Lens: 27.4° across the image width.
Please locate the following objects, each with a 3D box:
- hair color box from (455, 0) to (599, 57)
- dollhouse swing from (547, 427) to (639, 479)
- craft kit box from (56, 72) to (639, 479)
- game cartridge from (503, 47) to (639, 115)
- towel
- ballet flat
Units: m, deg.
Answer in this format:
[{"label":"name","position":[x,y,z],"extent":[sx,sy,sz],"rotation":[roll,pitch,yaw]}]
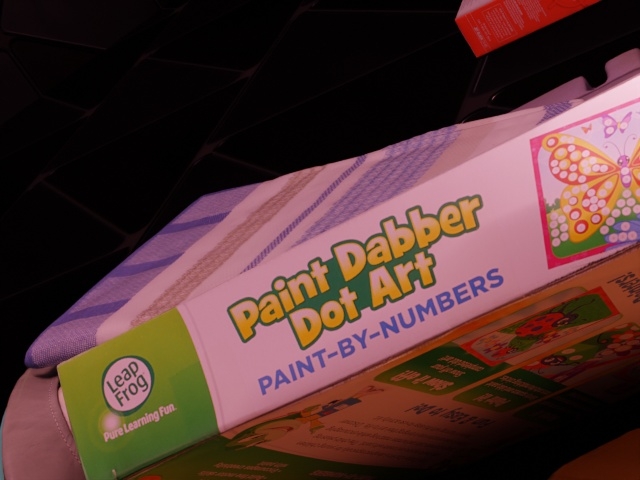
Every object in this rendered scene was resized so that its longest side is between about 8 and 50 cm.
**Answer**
[{"label":"hair color box","position":[0.188,-0.212,1.106],"extent":[0.141,0.043,0.072],"rotation":[-23,24,29]},{"label":"dollhouse swing","position":[0.083,0.091,0.303],"extent":[0.305,0.315,0.347],"rotation":[13,49,42]},{"label":"craft kit box","position":[0.069,0.038,0.519],"extent":[0.246,0.061,0.250],"rotation":[-29,-22,16]},{"label":"game cartridge","position":[0.050,0.027,0.774],"extent":[0.355,0.068,0.230],"rotation":[-27,26,19]},{"label":"towel","position":[0.000,0.000,0.708],"extent":[0.285,0.034,0.209],"rotation":[-13,19,33]},{"label":"ballet flat","position":[-0.130,0.087,0.733],"extent":[0.068,0.072,0.213],"rotation":[-33,19,8]}]
